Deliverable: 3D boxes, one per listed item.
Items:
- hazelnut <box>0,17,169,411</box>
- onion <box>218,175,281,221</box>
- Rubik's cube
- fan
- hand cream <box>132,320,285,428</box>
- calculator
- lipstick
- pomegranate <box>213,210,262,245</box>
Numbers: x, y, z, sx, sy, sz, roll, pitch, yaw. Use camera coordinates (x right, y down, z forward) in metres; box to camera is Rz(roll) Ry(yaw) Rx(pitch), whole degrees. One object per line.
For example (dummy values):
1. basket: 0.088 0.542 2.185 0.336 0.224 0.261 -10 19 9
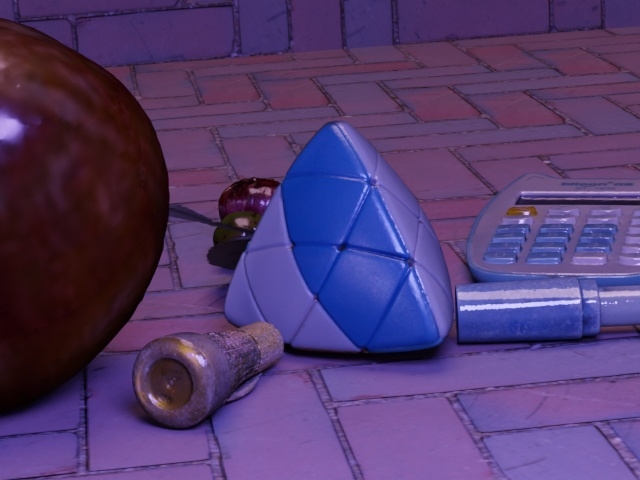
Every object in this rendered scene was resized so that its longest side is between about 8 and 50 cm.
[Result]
1. hazelnut: -0.341 -0.027 1.675 0.420 0.353 0.421 -5 -22 -2
2. onion: -0.073 -0.031 2.245 0.107 0.097 0.107 10 -13 2
3. Rubik's cube: 0.000 0.000 1.839 0.254 0.254 0.254 -3 14 1
4. fan: -0.057 0.000 1.971 0.233 0.012 0.414 -15 -15 29
5. hand cream: -0.094 0.114 1.714 0.084 0.084 0.203 3 8 23
6. calculator: 0.302 -0.007 2.126 0.256 0.054 0.386 1 16 15
7. lipstick: 0.271 0.065 1.823 0.274 0.061 0.068 -3 14 2
8. pomegranate: -0.096 0.004 2.166 0.084 0.073 0.073 -38 -8 34
